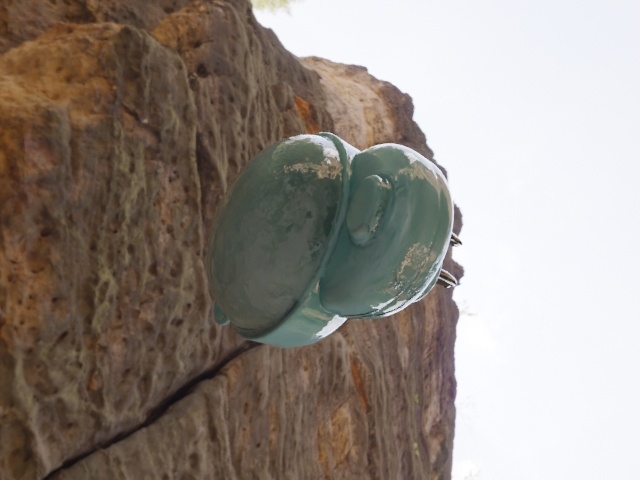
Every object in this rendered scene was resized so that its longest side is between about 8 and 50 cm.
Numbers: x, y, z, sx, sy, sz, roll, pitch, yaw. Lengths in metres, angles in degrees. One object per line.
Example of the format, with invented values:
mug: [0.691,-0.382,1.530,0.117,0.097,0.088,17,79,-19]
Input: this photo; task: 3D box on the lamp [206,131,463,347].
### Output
lamp: [-0.009,-0.004,0.424,0.284,0.147,0.209,2,-108,38]
